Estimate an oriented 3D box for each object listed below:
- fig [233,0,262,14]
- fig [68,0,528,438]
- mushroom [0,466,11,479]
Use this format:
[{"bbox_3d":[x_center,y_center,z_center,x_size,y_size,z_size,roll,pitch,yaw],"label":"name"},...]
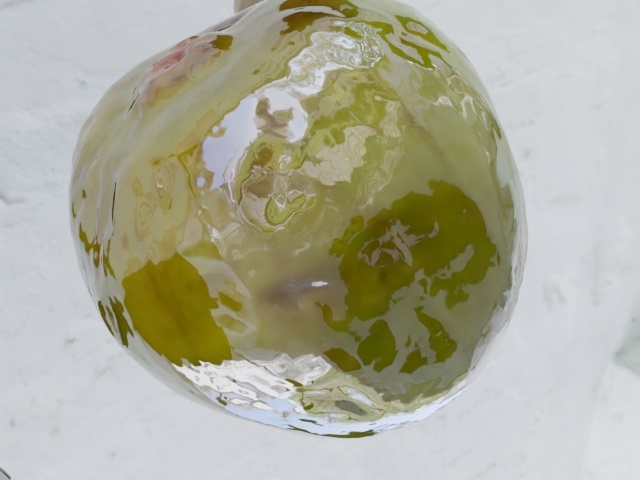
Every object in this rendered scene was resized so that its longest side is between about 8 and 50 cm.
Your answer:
[{"bbox_3d":[-0.049,-0.225,1.238,0.149,0.149,0.245,-14,-37,-39],"label":"fig"},{"bbox_3d":[-0.003,-0.009,0.793,0.343,0.343,0.343,-23,-52,-34],"label":"fig"},{"bbox_3d":[-0.329,0.238,0.716,0.294,0.362,0.362,-69,-16,-60],"label":"mushroom"}]
